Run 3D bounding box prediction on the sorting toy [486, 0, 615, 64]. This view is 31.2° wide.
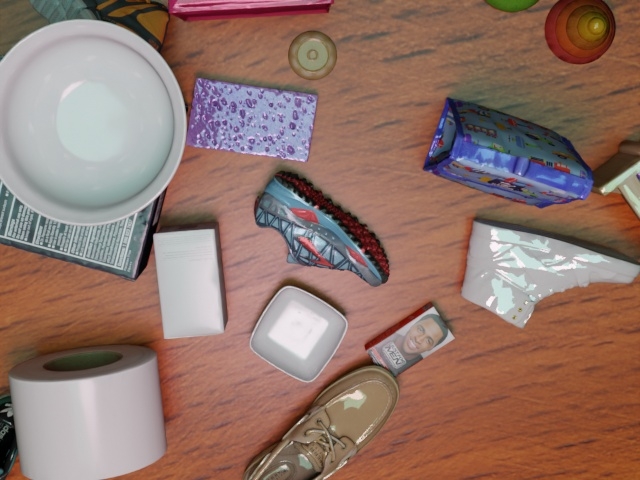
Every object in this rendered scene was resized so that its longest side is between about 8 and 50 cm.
[{"bbox_3d":[0.344,-0.426,1.874,0.366,0.126,0.127,37,96,-6],"label":"sorting toy"}]

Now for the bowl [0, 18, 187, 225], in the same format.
[{"bbox_3d":[-0.342,-0.175,1.709,0.298,0.134,0.297,0,96,-2],"label":"bowl"}]

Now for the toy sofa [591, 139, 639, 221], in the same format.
[{"bbox_3d":[0.616,-0.008,1.925,0.177,0.150,0.362,-36,97,5],"label":"toy sofa"}]

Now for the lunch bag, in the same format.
[{"bbox_3d":[0.302,-0.132,1.828,0.221,0.293,0.138,18,97,-3],"label":"lunch bag"}]

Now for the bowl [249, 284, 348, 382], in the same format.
[{"bbox_3d":[-0.038,0.156,1.982,0.142,0.053,0.142,32,97,-5],"label":"bowl"}]

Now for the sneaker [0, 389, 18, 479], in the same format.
[{"bbox_3d":[-0.594,0.402,1.969,0.108,0.121,0.302,27,97,-4],"label":"sneaker"}]

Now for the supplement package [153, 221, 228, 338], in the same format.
[{"bbox_3d":[-0.218,0.066,1.940,0.105,0.105,0.179,-5,97,-1],"label":"supplement package"}]

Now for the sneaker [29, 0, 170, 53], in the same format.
[{"bbox_3d":[-0.363,-0.394,1.873,0.124,0.180,0.321,-42,64,39],"label":"sneaker"}]

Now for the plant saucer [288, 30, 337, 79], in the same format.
[{"bbox_3d":[-0.013,-0.313,1.937,0.083,0.015,0.083,0,98,-1],"label":"plant saucer"}]

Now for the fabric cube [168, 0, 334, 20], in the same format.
[{"bbox_3d":[-0.113,-0.484,1.789,0.254,0.259,0.258,-3,98,-2],"label":"fabric cube"}]

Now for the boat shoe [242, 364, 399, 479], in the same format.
[{"bbox_3d":[0.002,0.353,1.967,0.121,0.110,0.341,45,100,-4],"label":"boat shoe"}]

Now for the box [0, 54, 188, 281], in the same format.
[{"bbox_3d":[-0.397,-0.121,1.871,0.294,0.183,0.296,16,95,-4],"label":"box"}]

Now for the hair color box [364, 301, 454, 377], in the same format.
[{"bbox_3d":[0.154,0.177,1.993,0.141,0.043,0.072,-35,97,3],"label":"hair color box"}]

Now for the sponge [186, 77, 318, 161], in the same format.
[{"bbox_3d":[-0.116,-0.204,1.942,0.210,0.031,0.117,8,98,-2],"label":"sponge"}]

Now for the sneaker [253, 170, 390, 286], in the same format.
[{"bbox_3d":[0.000,0.000,1.954,0.262,0.104,0.125,40,113,-2],"label":"sneaker"}]

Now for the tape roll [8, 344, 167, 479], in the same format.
[{"bbox_3d":[-0.384,0.280,1.896,0.246,0.246,0.169,-6,98,0],"label":"tape roll"}]

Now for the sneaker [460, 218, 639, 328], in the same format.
[{"bbox_3d":[0.387,0.074,1.960,0.293,0.108,0.169,13,99,7],"label":"sneaker"}]
